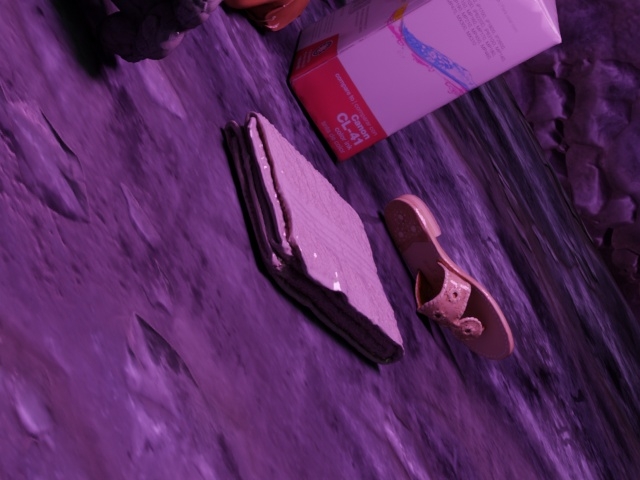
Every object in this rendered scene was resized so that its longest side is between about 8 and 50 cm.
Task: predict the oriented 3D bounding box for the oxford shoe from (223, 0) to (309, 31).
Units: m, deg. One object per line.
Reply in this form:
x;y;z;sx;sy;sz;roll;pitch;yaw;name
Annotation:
-0.059;-0.275;1.934;0.212;0.076;0.076;-23;127;-65;oxford shoe

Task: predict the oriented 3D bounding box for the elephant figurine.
-0.177;-0.278;1.389;0.239;0.169;0.186;44;-10;-14;elephant figurine

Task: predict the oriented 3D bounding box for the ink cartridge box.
0.127;-0.248;2.040;0.131;0.306;0.226;59;16;-17;ink cartridge box

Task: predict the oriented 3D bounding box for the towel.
0.000;0.000;1.697;0.282;0.049;0.187;42;27;-56;towel

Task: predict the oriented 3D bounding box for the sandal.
0.137;0.060;2.065;0.079;0.088;0.240;-29;86;-44;sandal
